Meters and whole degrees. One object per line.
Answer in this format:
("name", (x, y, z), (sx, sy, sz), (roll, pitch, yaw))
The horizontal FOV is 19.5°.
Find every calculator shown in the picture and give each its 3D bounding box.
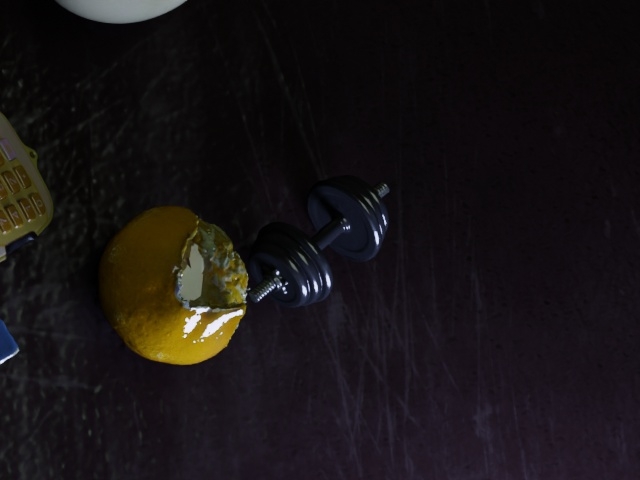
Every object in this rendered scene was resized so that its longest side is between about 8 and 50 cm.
("calculator", (-0.338, -0.046, 1.729), (0.157, 0.033, 0.236), (60, 35, -1))

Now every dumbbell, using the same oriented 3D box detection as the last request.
("dumbbell", (0.000, 0.000, 1.912), (0.208, 0.099, 0.099), (-40, 98, -32))

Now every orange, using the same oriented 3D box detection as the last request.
("orange", (-0.137, 0.043, 1.798), (0.157, 0.134, 0.156), (2, 86, -26))

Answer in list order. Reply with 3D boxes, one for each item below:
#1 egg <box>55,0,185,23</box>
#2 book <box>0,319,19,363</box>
("egg", (-0.184, -0.315, 1.844), (0.186, 0.186, 0.242), (52, 53, -7))
("book", (-0.495, -0.012, 1.651), (0.300, 0.039, 0.428), (-32, 93, -34))
